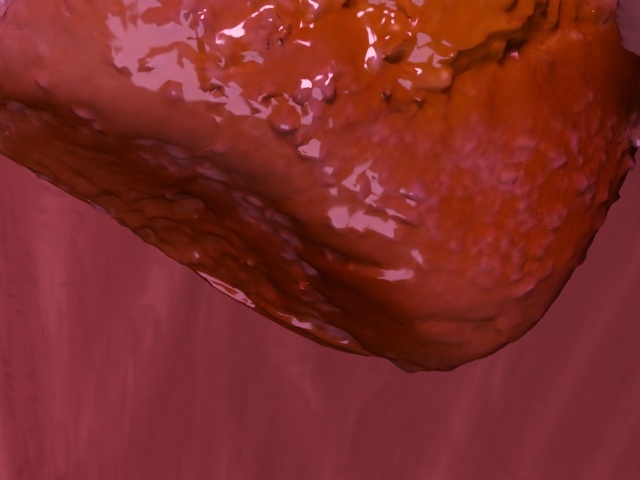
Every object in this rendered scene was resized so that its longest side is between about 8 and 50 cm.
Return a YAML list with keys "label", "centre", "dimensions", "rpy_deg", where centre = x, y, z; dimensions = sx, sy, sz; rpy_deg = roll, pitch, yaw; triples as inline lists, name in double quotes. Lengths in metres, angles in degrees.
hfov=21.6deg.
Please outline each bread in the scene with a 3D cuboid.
- label: "bread"
  centre: [0.001, -0.089, 0.559]
  dimensions: [0.246, 0.195, 0.176]
  rpy_deg: [31, 149, -12]

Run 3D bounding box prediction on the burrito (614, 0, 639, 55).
- label: "burrito"
  centre: [0.240, -0.114, 0.400]
  dimensions: [0.332, 0.135, 0.190]
  rpy_deg: [9, 101, 19]
